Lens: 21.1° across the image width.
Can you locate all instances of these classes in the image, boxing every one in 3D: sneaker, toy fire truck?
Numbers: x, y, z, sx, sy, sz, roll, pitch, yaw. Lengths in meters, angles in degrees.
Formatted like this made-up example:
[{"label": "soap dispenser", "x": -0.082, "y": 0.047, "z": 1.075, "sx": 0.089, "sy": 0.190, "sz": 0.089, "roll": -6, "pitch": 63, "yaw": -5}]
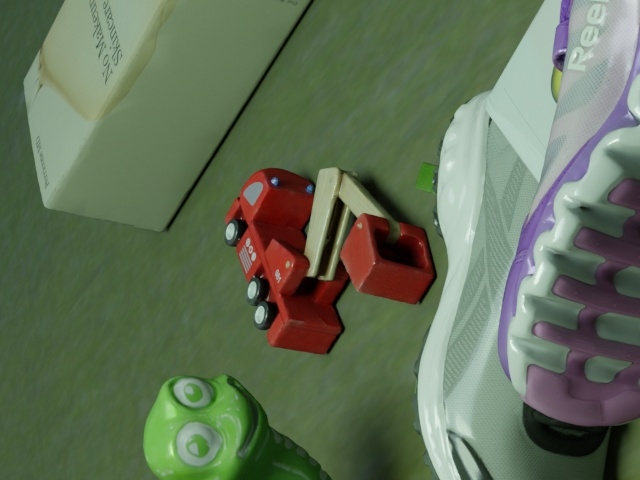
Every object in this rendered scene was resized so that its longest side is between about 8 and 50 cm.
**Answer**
[{"label": "sneaker", "x": 0.120, "y": -0.051, "z": 0.617, "sx": 0.104, "sy": 0.095, "sz": 0.236, "roll": 32, "pitch": 103, "yaw": 63}, {"label": "toy fire truck", "x": 0.000, "y": 0.000, "z": 1.141, "sx": 0.135, "sy": 0.047, "sz": 0.192, "roll": -58, "pitch": 34, "yaw": 30}, {"label": "sneaker", "x": 0.116, "y": 0.037, "z": 0.881, "sx": 0.108, "sy": 0.100, "sz": 0.271, "roll": -21, "pitch": 62, "yaw": 50}]

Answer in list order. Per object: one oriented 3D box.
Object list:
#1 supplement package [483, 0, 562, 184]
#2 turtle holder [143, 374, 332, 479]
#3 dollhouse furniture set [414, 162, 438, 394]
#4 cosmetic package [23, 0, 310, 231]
[{"label": "supplement package", "x": 0.206, "y": -0.070, "z": 0.707, "sx": 0.203, "sy": 0.149, "sz": 0.194, "roll": -61, "pitch": 35, "yaw": 27}, {"label": "turtle holder", "x": -0.102, "y": 0.264, "z": 1.000, "sx": 0.320, "sy": 0.227, "sz": 0.243, "roll": -52, "pitch": 25, "yaw": 30}, {"label": "dollhouse furniture set", "x": 0.074, "y": 0.037, "z": 0.988, "sx": 0.076, "sy": 0.058, "sz": 0.152, "roll": 23, "pitch": 100, "yaw": 60}, {"label": "cosmetic package", "x": -0.117, "y": -0.172, "z": 1.340, "sx": 0.309, "sy": 0.113, "sz": 0.160, "roll": -54, "pitch": 38, "yaw": 34}]
